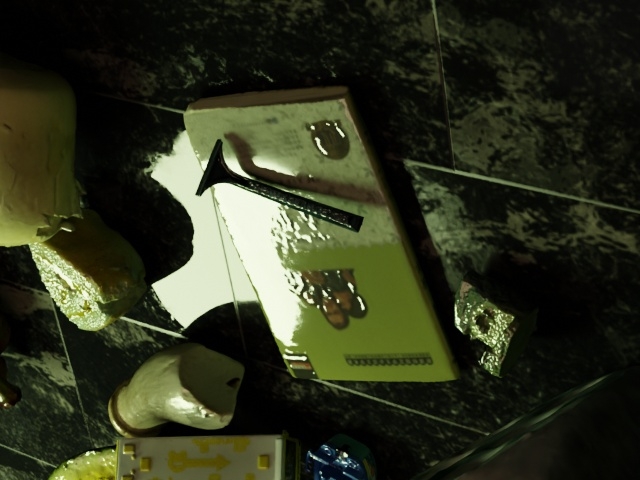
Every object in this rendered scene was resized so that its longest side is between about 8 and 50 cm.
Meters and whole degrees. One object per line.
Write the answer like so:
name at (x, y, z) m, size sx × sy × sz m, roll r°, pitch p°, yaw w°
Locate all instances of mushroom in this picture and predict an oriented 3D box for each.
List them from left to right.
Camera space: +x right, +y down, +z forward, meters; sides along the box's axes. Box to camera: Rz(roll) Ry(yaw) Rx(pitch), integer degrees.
mushroom at (-0.176, 0.183, 2.014) m, size 0.247 × 0.096 × 0.108 m, roll -18°, pitch 108°, yaw 53°

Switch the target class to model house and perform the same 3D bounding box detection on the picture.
model house at (0.168, 0.082, 1.645) m, size 0.083 × 0.066 × 0.078 m, roll 32°, pitch 135°, yaw 21°

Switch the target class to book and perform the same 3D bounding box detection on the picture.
book at (0.000, 0.000, 1.757) m, size 0.239 × 0.035 × 0.352 m, roll -3°, pitch 118°, yaw 41°

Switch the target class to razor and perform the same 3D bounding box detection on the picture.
razor at (-0.038, -0.047, 1.711) m, size 0.190 × 0.033 × 0.066 m, roll 20°, pitch 89°, yaw 26°

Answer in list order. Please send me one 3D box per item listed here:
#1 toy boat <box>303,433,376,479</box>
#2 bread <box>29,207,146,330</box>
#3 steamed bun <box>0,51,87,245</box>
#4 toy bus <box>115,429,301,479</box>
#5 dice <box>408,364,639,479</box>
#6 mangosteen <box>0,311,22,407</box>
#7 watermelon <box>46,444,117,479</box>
toy boat at (0.009, 0.321, 1.942) m, size 0.091 × 0.110 × 0.175 m, roll 26°, pitch 137°, yaw 26°
bread at (-0.271, 0.032, 1.972) m, size 0.110 × 0.103 × 0.156 m, roll 2°, pitch 129°, yaw 47°
steamed bun at (-0.408, -0.108, 1.892) m, size 0.273 × 0.166 × 0.232 m, roll 22°, pitch 108°, yaw 33°
toy bus at (-0.137, 0.273, 1.998) m, size 0.226 × 0.081 × 0.074 m, roll -2°, pitch 164°, yaw 17°
dice at (0.240, 0.328, 1.532) m, size 0.348 × 0.328 × 0.330 m, roll 57°, pitch 135°, yaw 10°
mangosteen at (-0.513, 0.157, 2.224) m, size 0.250 × 0.211 × 0.211 m, roll 26°, pitch 136°, yaw 9°
watermelon at (-0.229, 0.420, 2.164) m, size 0.331 × 0.189 × 0.330 m, roll -1°, pitch 87°, yaw 25°
